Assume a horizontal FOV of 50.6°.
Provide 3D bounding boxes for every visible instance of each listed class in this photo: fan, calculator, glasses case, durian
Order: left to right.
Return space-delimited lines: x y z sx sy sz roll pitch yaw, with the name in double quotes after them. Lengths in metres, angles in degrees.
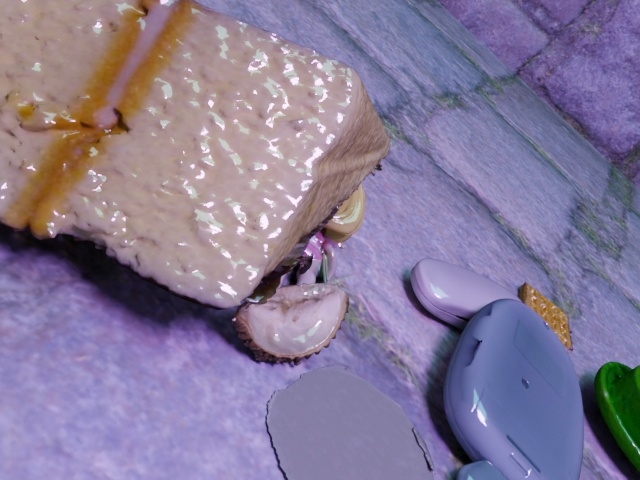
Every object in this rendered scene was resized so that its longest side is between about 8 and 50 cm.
-0.024 0.073 0.587 0.130 0.066 0.052 -6 52 -39 "durian"
0.080 0.230 0.554 0.310 0.010 0.182 46 31 14 "fan"
0.191 0.078 0.840 0.197 0.049 0.076 22 37 -30 "glasses case"
0.209 0.173 0.710 0.185 0.041 0.299 48 38 -5 "calculator"

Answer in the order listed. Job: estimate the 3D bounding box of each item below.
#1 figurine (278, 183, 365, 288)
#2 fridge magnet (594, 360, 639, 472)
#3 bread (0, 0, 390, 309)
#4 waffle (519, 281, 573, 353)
0.000 0.000 0.706 0.083 0.083 0.187 39 37 -3 "figurine"
0.439 0.242 0.871 0.208 0.088 0.208 29 33 -20 "fridge magnet"
-0.128 -0.092 0.645 0.345 0.242 0.405 23 -2 6 "bread"
0.320 0.119 0.962 0.092 0.021 0.135 38 30 -6 "waffle"
